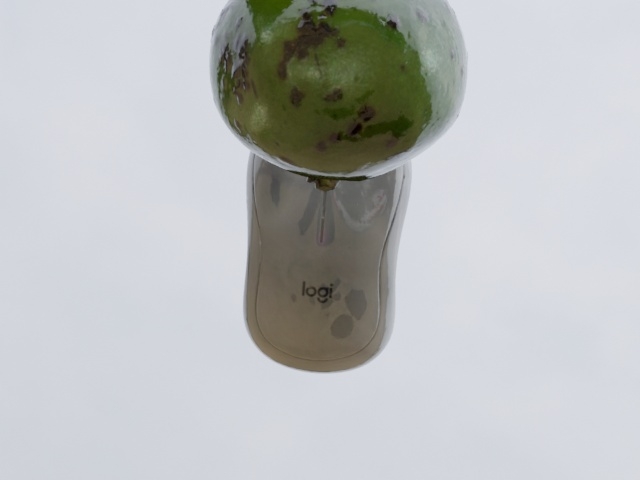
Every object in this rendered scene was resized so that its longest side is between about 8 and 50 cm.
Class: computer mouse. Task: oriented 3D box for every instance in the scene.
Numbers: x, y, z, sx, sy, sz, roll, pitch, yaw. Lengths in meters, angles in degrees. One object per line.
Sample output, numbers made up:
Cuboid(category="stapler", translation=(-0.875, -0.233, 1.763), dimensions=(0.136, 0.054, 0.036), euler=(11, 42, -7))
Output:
Cuboid(category="computer mouse", translation=(0.000, 0.000, 1.398), dimensions=(0.184, 0.297, 0.121), euler=(9, 6, 5))

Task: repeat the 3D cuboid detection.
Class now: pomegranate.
Cuboid(category="pomegranate", translation=(0.017, -0.165, 1.030), dimensions=(0.211, 0.211, 0.263), euler=(11, -70, 11))
